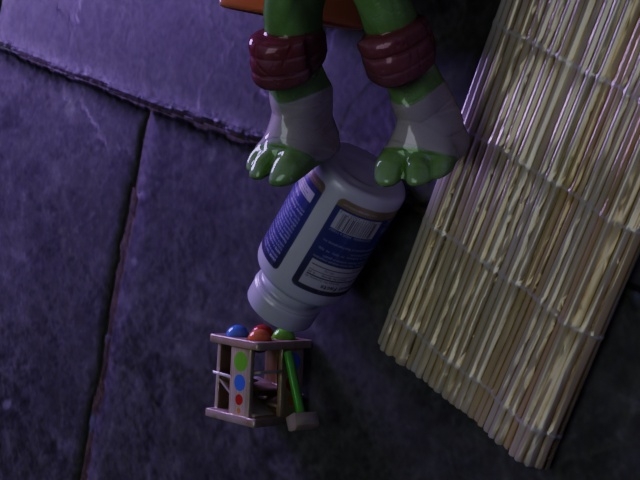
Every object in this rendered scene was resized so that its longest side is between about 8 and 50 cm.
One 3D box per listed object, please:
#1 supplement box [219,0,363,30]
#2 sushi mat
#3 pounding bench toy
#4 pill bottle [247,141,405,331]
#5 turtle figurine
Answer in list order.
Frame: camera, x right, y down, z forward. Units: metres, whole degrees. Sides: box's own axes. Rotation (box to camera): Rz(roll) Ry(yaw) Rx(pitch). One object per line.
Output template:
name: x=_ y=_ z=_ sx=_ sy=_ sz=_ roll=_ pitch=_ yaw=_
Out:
supplement box: x=0.000 y=-0.260 z=0.899 sx=0.078 sy=0.080 sz=0.233 roll=18 pitch=100 yaw=43
sushi mat: x=0.132 y=-0.040 z=0.801 sx=0.151 sy=0.019 sz=0.316 roll=36 pitch=115 yaw=42
pounding bench toy: x=-0.032 y=0.093 z=0.945 sx=0.083 sy=0.052 sz=0.065 roll=6 pitch=93 yaw=46
pill bottle: x=0.000 y=0.000 z=0.903 sx=0.067 sy=0.067 sz=0.120 roll=51 pitch=124 yaw=33
turtle figurine: x=-0.015 y=-0.145 z=0.747 sx=0.274 sy=0.198 sz=0.266 roll=-108 pitch=4 yaw=-63
